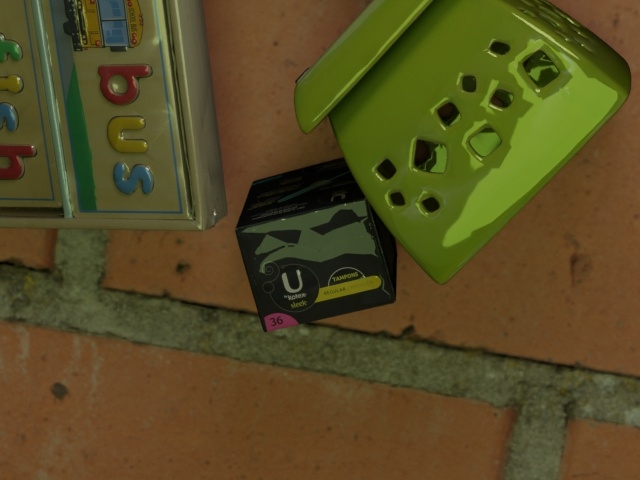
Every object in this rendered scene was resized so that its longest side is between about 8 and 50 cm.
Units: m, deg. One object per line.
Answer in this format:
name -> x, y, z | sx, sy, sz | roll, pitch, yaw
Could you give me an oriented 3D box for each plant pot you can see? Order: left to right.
plant pot -> 0.114, -0.128, 1.645 | 0.207, 0.228, 0.227 | 43, 104, -2

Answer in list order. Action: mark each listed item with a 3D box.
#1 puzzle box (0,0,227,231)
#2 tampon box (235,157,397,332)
puzzle box -> -0.233, -0.207, 1.680 | 0.272, 0.052, 0.409 | 0, 108, 22
tampon box -> 0.000, 0.000, 1.716 | 0.120, 0.161, 0.101 | -14, 106, 8
